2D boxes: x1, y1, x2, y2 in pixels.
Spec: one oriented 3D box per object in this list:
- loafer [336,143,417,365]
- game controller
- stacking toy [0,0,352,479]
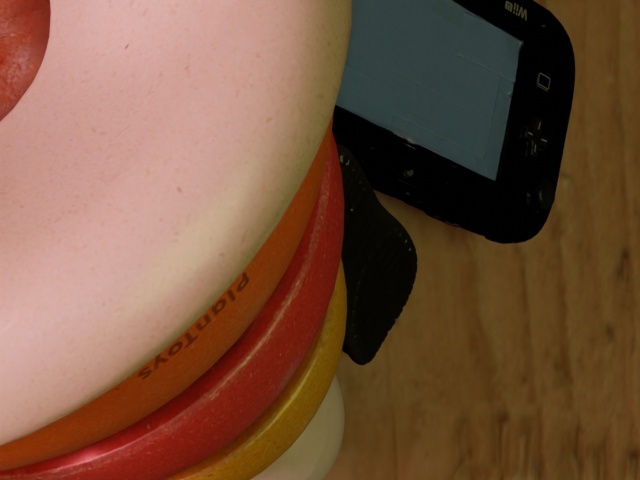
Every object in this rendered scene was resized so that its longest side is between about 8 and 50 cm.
[{"bbox_3d":[0.000,0.000,1.027,0.080,0.078,0.220,-57,151,-21],"label":"loafer"},{"bbox_3d":[0.059,-0.110,1.067,0.319,0.067,0.166,21,85,-45],"label":"game controller"},{"bbox_3d":[-0.103,0.029,0.837,0.350,0.351,0.480,-57,150,-18],"label":"stacking toy"}]
